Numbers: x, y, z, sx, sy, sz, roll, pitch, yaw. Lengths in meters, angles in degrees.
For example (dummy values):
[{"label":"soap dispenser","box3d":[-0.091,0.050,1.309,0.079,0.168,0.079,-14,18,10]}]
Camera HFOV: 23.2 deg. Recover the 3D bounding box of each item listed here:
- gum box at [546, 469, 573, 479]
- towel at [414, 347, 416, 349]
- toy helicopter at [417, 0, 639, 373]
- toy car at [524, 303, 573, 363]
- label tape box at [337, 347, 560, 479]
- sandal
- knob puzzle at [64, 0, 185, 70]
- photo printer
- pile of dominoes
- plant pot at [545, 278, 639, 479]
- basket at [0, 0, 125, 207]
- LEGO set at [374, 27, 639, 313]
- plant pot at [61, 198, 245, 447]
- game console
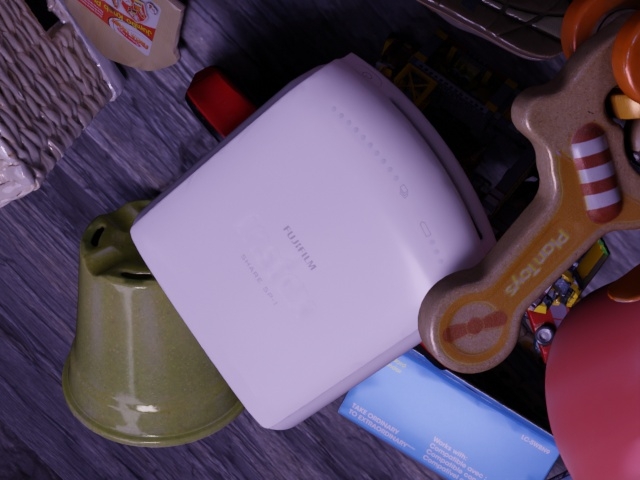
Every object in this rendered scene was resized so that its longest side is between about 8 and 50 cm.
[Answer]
[{"label":"gum box","box3d":[0.365,0.324,1.831,0.184,0.041,0.157,28,153,-8]},{"label":"towel","box3d":[-0.031,0.042,1.884,0.325,0.038,0.248,20,168,40]},{"label":"toy helicopter","box3d":[0.226,-0.023,1.275,0.235,0.355,0.140,41,-176,-21]},{"label":"toy car","box3d":[0.276,0.173,1.655,0.239,0.053,0.225,-106,-3,-51]},{"label":"label tape box","box3d":[0.147,0.215,1.783,0.240,0.106,0.334,31,176,9]},{"label":"sandal","box3d":[0.127,-0.232,1.376,0.219,0.090,0.060,32,173,3]},{"label":"knob puzzle","box3d":[-0.232,-0.273,1.801,0.213,0.030,0.213,30,150,20]},{"label":"photo printer","box3d":[0.000,0.000,1.400,0.307,0.107,0.256,-36,86,35]},{"label":"pile of dominoes","box3d":[0.265,0.166,1.787,0.251,0.040,0.196,44,152,-6]},{"label":"plant pot","box3d":[0.373,0.115,1.370,0.275,0.275,0.243,43,142,-3]},{"label":"basket","box3d":[-0.480,-0.200,1.852,0.331,0.266,0.328,-18,118,30]},{"label":"LEGO set","box3d":[0.137,-0.032,1.503,0.331,0.192,0.255,40,152,3]},{"label":"plant pot","box3d":[-0.224,0.094,2.102,0.276,0.276,0.254,26,138,27]},{"label":"game console","box3d":[0.001,-0.033,1.661,0.386,0.060,0.342,47,180,-9]}]
